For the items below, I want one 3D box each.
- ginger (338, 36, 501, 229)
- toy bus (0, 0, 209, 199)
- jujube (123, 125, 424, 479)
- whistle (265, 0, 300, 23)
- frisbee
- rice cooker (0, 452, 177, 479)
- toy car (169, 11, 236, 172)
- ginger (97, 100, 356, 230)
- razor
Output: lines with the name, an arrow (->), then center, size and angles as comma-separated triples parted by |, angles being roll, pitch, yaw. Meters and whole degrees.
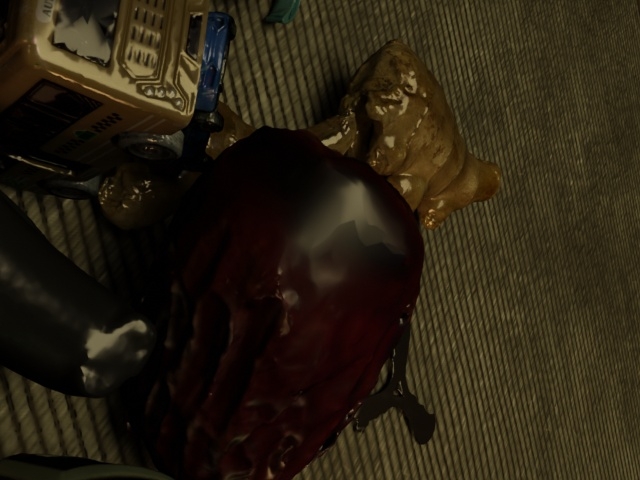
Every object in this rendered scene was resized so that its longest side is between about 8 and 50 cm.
ginger -> 0.154, -0.111, 1.160 | 0.375, 0.166, 0.236 | 38, 48, -33
toy bus -> -0.210, -0.128, 0.636 | 0.157, 0.289, 0.139 | 16, 74, -35
jujube -> -0.047, 0.067, 0.773 | 0.258, 0.377, 0.258 | 23, 28, -13
whistle -> -0.030, -0.383, 1.009 | 0.274, 0.093, 0.186 | -64, 156, -45
frisbee -> 0.099, 0.217, 1.156 | 0.187, 0.012, 0.211 | -17, 98, -49
rice cooker -> -0.177, 0.320, 0.566 | 0.335, 0.325, 0.335 | 10, 77, -49
toy car -> -0.117, -0.132, 0.723 | 0.063, 0.216, 0.103 | 8, 76, -10
ginger -> -0.097, -0.098, 0.896 | 0.333, 0.081, 0.148 | -8, 76, -36
razor -> -0.280, -0.010, 0.587 | 0.113, 0.204, 0.349 | -52, 123, -24
